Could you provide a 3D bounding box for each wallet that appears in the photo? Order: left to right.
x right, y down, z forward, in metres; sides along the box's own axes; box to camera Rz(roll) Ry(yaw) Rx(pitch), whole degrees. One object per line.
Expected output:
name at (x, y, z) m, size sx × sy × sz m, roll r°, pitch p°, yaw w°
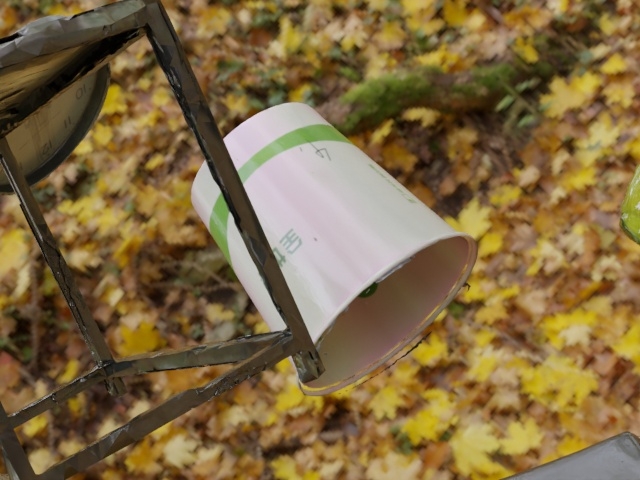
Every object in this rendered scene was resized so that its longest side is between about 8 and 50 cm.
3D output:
wallet at (0.277, 0.295, 1.245) m, size 0.250 × 0.044 × 0.149 m, roll -19°, pitch 17°, yaw 3°

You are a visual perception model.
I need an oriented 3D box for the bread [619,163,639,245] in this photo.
bread at (0.400, -0.141, 0.967) m, size 0.166 × 0.112 × 0.383 m, roll 21°, pitch 92°, yaw 50°

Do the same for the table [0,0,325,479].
table at (-0.220, 0.030, 0.777) m, size 0.222 × 0.272 × 0.335 m, roll -27°, pitch 6°, yaw -34°

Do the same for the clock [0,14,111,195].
clock at (-0.317, -0.146, 1.211) m, size 0.215 × 0.042 × 0.215 m, roll -52°, pitch -13°, yaw -17°

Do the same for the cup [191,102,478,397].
cup at (0.000, 0.000, 1.236) m, size 0.253 × 0.274 × 0.253 m, roll -34°, pitch -24°, yaw -18°
